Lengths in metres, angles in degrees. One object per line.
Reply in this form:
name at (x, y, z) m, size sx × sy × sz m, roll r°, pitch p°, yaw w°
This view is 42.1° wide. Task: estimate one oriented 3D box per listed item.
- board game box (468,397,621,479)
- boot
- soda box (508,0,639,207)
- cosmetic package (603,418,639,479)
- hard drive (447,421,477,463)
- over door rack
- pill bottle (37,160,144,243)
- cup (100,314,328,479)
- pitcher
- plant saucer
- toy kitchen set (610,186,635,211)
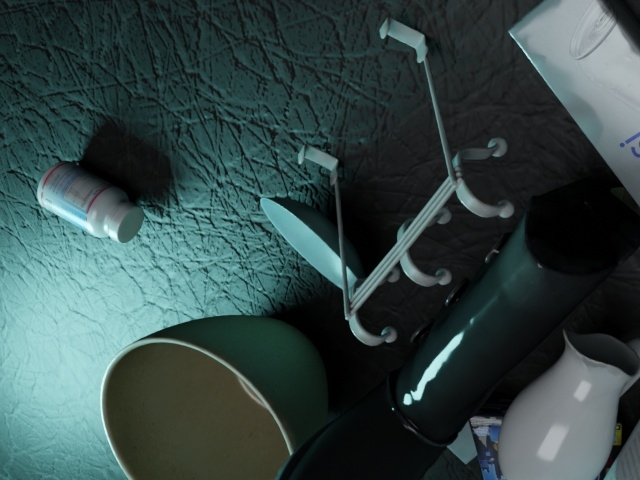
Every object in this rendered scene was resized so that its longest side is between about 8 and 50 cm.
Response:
board game box at (0.295, 0.314, 1.110) m, size 0.194 × 0.060 × 0.194 m, roll 1°, pitch 105°, yaw 14°
boot at (0.141, 0.156, 0.910) m, size 0.146 × 0.367 × 0.445 m, roll 41°, pitch 131°, yaw 4°
soda box at (0.330, -0.146, 0.882) m, size 0.098 × 0.091 × 0.286 m, roll -36°, pitch 91°, yaw 36°
cosmetic package at (0.421, 0.332, 0.921) m, size 0.161 × 0.230 × 0.453 m, roll 18°, pitch 118°, yaw 0°
hard drive at (0.186, 0.243, 1.183) m, size 0.135 × 0.022 × 0.094 m, roll 43°, pitch 126°, yaw 8°
over door rack at (0.097, -0.071, 0.979) m, size 0.239 × 0.108 × 0.324 m, roll -54°, pitch 36°, yaw 35°
pill bottle at (-0.365, -0.059, 1.332) m, size 0.160 × 0.087 × 0.087 m, roll 28°, pitch 122°, yaw 17°
cup at (-0.117, 0.241, 1.227) m, size 0.331 × 0.237 × 0.331 m, roll 12°, pitch 116°, yaw 26°
pitcher at (0.312, 0.204, 0.994) m, size 0.125 × 0.177 × 0.207 m, roll 45°, pitch 123°, yaw 44°
plant saucer at (0.000, 0.000, 1.128) m, size 0.195 × 0.037 × 0.195 m, roll 42°, pitch 168°, yaw 11°
toy kitchen set at (0.329, -0.015, 0.980) m, size 0.083 × 0.068 × 0.075 m, roll -1°, pitch 76°, yaw 44°
